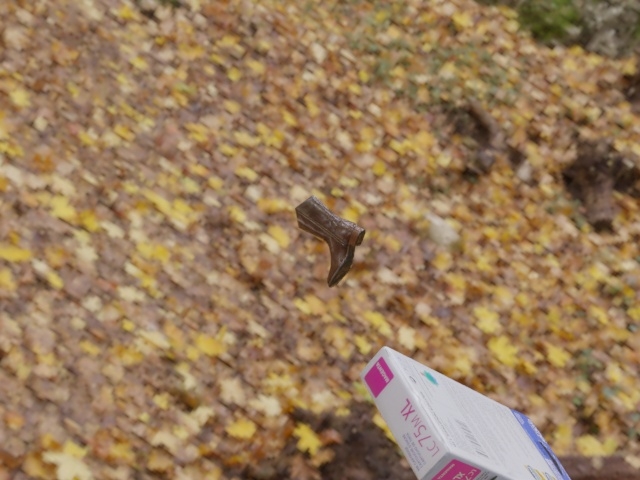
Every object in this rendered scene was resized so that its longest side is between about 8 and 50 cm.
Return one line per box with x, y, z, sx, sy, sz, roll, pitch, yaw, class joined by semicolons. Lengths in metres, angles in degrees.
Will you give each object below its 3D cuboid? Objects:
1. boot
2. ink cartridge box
0.000;0.000;1.662;0.114;0.106;0.037;32;9;23;boot
0.199;0.258;1.394;0.311;0.065;0.186;27;21;-38;ink cartridge box
